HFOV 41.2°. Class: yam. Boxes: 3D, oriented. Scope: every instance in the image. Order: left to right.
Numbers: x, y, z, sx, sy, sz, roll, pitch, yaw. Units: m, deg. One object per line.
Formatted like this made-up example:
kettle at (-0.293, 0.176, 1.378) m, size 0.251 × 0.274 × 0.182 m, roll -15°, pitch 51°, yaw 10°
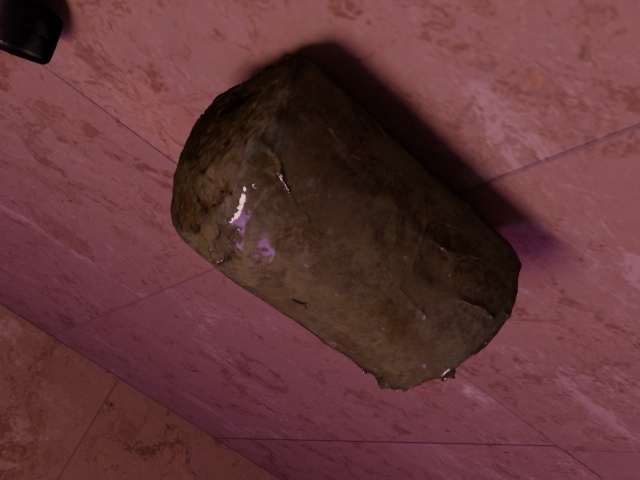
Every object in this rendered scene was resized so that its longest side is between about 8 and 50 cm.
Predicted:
yam at (0.016, -0.013, 0.770) m, size 0.300 × 0.195 × 0.195 m, roll 39°, pitch 153°, yaw -20°

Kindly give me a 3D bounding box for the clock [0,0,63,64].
clock at (-0.436, -0.260, 0.749) m, size 0.277 × 0.120 × 0.379 m, roll 22°, pitch 180°, yaw 23°
